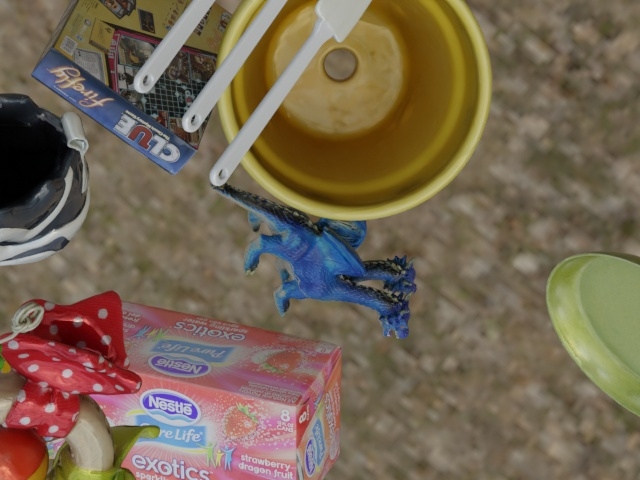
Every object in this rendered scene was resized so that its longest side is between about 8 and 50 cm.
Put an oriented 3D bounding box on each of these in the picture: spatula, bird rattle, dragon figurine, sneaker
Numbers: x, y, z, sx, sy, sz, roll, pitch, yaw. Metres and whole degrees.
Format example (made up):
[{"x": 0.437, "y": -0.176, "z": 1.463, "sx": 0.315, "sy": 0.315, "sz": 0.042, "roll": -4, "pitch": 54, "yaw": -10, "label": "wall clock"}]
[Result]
[{"x": -0.045, "y": -0.174, "z": 1.472, "sx": 0.019, "sy": 0.242, "sz": 0.168, "roll": 24, "pitch": 162, "yaw": 39, "label": "spatula"}, {"x": -0.224, "y": 0.163, "z": 1.512, "sx": 0.253, "sy": 0.207, "sz": 0.143, "roll": 74, "pitch": 176, "yaw": -52, "label": "bird rattle"}, {"x": 0.000, "y": 0.000, "z": 1.979, "sx": 0.144, "sy": 0.085, "sz": 0.289, "roll": -15, "pitch": 133, "yaw": 20, "label": "dragon figurine"}, {"x": -0.232, "y": -0.028, "z": 1.060, "sx": 0.153, "sy": 0.235, "sz": 0.094, "roll": 127, "pitch": 133, "yaw": -61, "label": "sneaker"}]

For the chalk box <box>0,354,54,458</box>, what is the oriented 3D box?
[{"x": -0.344, "y": 0.211, "z": 2.538, "sx": 0.213, "sy": 0.132, "sz": 0.132, "roll": 5, "pitch": 156, "yaw": -27, "label": "chalk box"}]

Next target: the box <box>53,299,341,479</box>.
[{"x": -0.138, "y": 0.181, "z": 2.145, "sx": 0.300, "sy": 0.142, "sz": 0.154, "roll": 11, "pitch": 119, "yaw": 18, "label": "box"}]

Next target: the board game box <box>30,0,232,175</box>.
[{"x": -0.170, "y": -0.184, "z": 1.855, "sx": 0.165, "sy": 0.243, "sz": 0.042, "roll": 35, "pitch": 124, "yaw": -14, "label": "board game box"}]

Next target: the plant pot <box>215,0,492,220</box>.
[{"x": 0.024, "y": -0.160, "z": 1.865, "sx": 0.254, "sy": 0.254, "sz": 0.239, "roll": 45, "pitch": -175, "yaw": -10, "label": "plant pot"}]

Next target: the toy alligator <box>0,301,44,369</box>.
[{"x": -0.263, "y": 0.097, "z": 1.387, "sx": 0.056, "sy": 0.190, "sz": 0.051, "roll": 12, "pitch": -145, "yaw": -51, "label": "toy alligator"}]

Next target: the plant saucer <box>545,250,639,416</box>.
[{"x": 0.340, "y": 0.098, "z": 1.984, "sx": 0.241, "sy": 0.037, "sz": 0.241, "roll": 32, "pitch": 148, "yaw": 23, "label": "plant saucer"}]
